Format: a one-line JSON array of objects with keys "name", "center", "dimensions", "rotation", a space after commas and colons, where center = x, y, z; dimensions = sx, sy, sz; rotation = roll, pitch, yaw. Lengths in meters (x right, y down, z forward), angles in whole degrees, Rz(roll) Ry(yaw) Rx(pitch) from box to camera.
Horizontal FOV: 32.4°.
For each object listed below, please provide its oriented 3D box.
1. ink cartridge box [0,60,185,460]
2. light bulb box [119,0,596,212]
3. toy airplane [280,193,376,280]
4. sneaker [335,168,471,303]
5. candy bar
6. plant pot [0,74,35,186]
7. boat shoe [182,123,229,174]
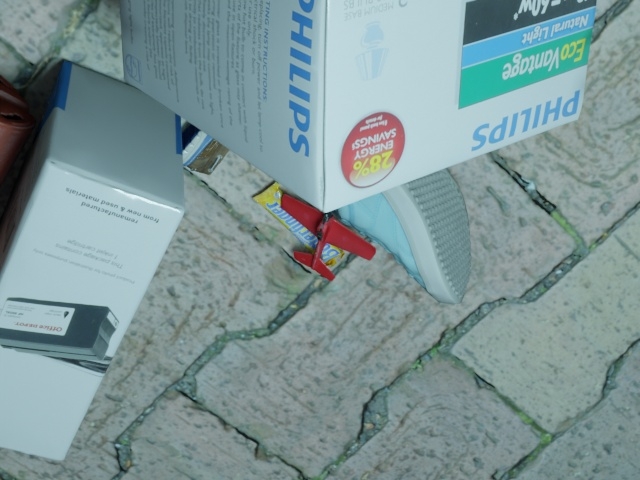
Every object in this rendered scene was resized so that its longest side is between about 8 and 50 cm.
[{"name": "ink cartridge box", "center": [-0.317, 0.025, 1.357], "dimensions": [0.166, 0.285, 0.394], "rotation": [20, 117, -19]}, {"name": "light bulb box", "center": [0.032, -0.242, 1.129], "dimensions": [0.358, 0.361, 0.225], "rotation": [-21, 128, -32]}, {"name": "toy airplane", "center": [0.000, 0.000, 1.486], "dimensions": [0.151, 0.028, 0.151], "rotation": [26, 145, 20]}, {"name": "sneaker", "center": [0.092, -0.050, 1.486], "dimensions": [0.150, 0.135, 0.366], "rotation": [0, 137, 33]}, {"name": "candy bar", "center": [-0.027, -0.019, 1.528], "dimensions": [0.040, 0.018, 0.161], "rotation": [-37, 118, 15]}, {"name": "plant pot", "center": [-0.489, -0.090, 1.292], "dimensions": [0.272, 0.272, 0.265], "rotation": [33, 103, -24]}, {"name": "boat shoe", "center": [-0.111, -0.156, 1.412], "dimensions": [0.066, 0.066, 0.183], "rotation": [32, 122, -29]}]
